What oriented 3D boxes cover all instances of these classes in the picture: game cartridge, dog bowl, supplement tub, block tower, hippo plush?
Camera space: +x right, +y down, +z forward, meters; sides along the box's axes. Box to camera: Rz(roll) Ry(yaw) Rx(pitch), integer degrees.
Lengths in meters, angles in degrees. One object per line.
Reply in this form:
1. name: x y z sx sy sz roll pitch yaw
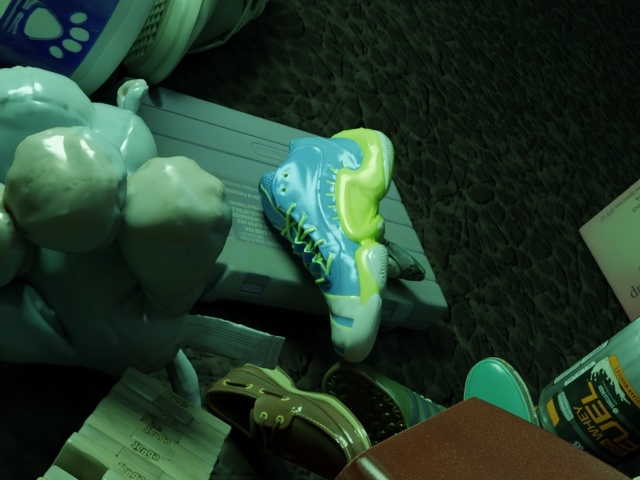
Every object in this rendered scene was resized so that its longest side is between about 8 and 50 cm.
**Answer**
1. game cartridge: -0.039 -0.025 1.129 0.355 0.068 0.230 13 48 -41
2. dog bowl: -0.219 -0.263 0.993 0.104 0.265 0.265 21 40 -29
3. supplement tub: 0.313 0.171 1.185 0.117 0.190 0.117 29 35 -23
4. block tower: -0.136 0.180 0.654 0.091 0.097 0.335 33 13 -2
5. hippo plush: -0.163 -0.038 0.836 0.294 0.234 0.237 20 41 -34

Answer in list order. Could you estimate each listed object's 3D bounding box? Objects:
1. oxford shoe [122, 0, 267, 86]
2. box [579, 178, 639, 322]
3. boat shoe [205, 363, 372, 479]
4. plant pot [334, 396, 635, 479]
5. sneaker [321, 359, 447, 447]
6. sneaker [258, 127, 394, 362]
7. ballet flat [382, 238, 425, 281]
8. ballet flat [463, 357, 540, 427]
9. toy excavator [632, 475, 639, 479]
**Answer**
1. oxford shoe: -0.113 -0.291 1.247 0.130 0.169 0.449 37 28 -17
2. box: 0.498 0.040 1.580 0.126 0.148 0.232 10 46 -43
3. boat shoe: -0.027 0.150 0.891 0.060 0.064 0.178 -16 25 -34
4. plant pot: 0.104 0.269 0.798 0.236 0.267 0.267 46 31 21
5. sneaker: 0.083 0.175 1.047 0.192 0.064 0.086 44 25 -3
6. sneaker: 0.000 0.000 1.038 0.126 0.091 0.240 6 56 0
7. ballet flat: 0.053 0.011 1.115 0.114 0.041 0.041 42 32 -5
8. ballet flat: 0.202 0.226 1.122 0.079 0.076 0.222 32 35 -54
9. toy excavator: 0.325 0.447 0.827 0.222 0.433 0.445 20 4 -40
